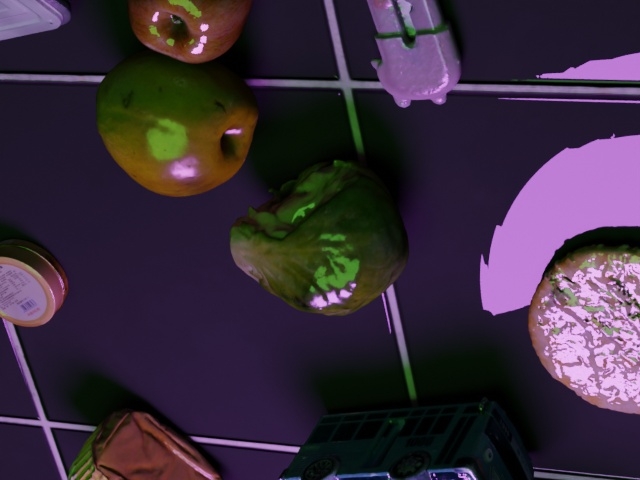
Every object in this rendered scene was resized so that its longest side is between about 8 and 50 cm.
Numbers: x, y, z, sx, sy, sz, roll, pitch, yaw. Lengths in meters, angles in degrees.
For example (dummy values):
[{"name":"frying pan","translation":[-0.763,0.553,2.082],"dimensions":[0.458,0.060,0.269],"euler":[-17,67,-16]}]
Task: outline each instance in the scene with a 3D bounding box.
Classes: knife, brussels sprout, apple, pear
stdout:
[{"name":"knife","translation":[0.050,-0.291,1.778],"dimensions":[0.132,0.038,0.399],"euler":[-1,126,29]},{"name":"brussels sprout","translation":[0.005,0.006,1.972],"dimensions":[0.183,0.131,0.145],"euler":[-25,108,32]},{"name":"apple","translation":[-0.127,-0.234,1.862],"dimensions":[0.126,0.102,0.126],"euler":[12,129,15]},{"name":"pear","translation":[-0.146,-0.118,1.936],"dimensions":[0.162,0.149,0.149],"euler":[14,131,25]}]

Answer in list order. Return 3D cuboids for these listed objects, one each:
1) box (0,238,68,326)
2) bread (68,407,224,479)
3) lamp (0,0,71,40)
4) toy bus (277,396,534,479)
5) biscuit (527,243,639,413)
[{"name":"box","translation":[-0.342,0.049,2.235],"dimensions":[0.105,0.037,0.106],"euler":[12,130,15]},{"name":"bread","translation":[-0.205,0.297,2.304],"dimensions":[0.190,0.132,0.114],"euler":[39,134,-4]},{"name":"lamp","translation":[-0.420,-0.265,1.930],"dimensions":[0.266,0.047,0.269],"euler":[-9,154,29]},{"name":"toy bus","translation":[0.100,0.256,2.116],"dimensions":[0.256,0.147,0.128],"euler":[-9,123,36]},{"name":"biscuit","translation":[0.310,0.093,1.964],"dimensions":[0.219,0.033,0.220],"euler":[13,131,15]}]
